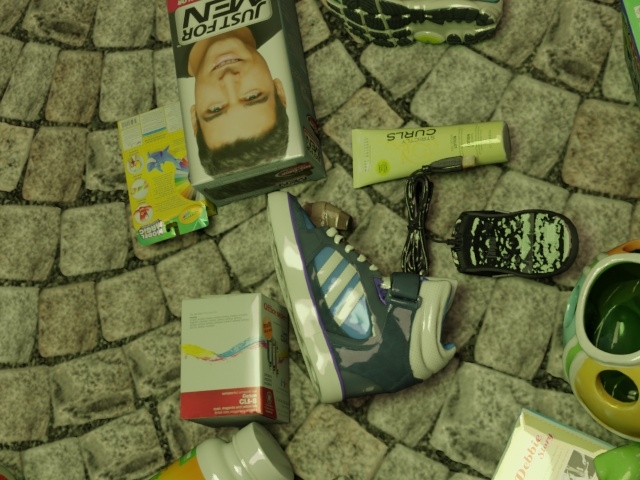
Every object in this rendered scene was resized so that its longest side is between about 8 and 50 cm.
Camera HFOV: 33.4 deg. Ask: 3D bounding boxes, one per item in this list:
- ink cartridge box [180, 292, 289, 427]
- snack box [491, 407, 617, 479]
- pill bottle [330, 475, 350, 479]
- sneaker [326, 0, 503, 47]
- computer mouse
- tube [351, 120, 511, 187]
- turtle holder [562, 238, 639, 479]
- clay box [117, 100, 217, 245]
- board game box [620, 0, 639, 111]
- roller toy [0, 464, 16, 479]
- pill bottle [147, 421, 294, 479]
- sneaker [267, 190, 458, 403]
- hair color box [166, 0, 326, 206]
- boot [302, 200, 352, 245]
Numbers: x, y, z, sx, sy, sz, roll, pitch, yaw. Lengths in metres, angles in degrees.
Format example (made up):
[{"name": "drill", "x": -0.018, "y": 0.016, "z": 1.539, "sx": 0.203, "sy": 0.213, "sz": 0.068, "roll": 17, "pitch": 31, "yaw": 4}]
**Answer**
[{"name": "ink cartridge box", "x": -0.122, "y": 0.175, "z": 1.548, "sx": 0.127, "sy": 0.128, "sz": 0.176, "roll": -7, "pitch": 73, "yaw": 16}, {"name": "snack box", "x": 0.288, "y": 0.402, "z": 1.387, "sx": 0.187, "sy": 0.060, "sz": 0.322, "roll": 23, "pitch": 83, "yaw": 22}, {"name": "pill bottle", "x": -0.007, "y": 0.378, "z": 1.485, "sx": 0.120, "sy": 0.067, "sz": 0.067, "roll": -24, "pitch": 69, "yaw": 10}, {"name": "sneaker", "x": 0.146, "y": -0.366, "z": 1.649, "sx": 0.275, "sy": 0.107, "sz": 0.110, "roll": 8, "pitch": 58, "yaw": 15}, {"name": "computer mouse", "x": 0.241, "y": -0.032, "z": 1.525, "sx": 0.262, "sy": 0.060, "sz": 0.184, "roll": -5, "pitch": 84, "yaw": 27}, {"name": "tube", "x": 0.159, "y": -0.133, "z": 1.586, "sx": 0.240, "sy": 0.062, "sz": 0.070, "roll": -4, "pitch": 38, "yaw": 22}, {"name": "turtle holder", "x": 0.393, "y": 0.144, "z": 1.313, "sx": 0.243, "sy": 0.227, "sz": 0.320, "roll": 37, "pitch": 93, "yaw": 41}, {"name": "clay box", "x": -0.244, "y": -0.103, "z": 1.708, "sx": 0.127, "sy": 0.053, "sz": 0.222, "roll": -16, "pitch": 72, "yaw": 13}, {"name": "board game box", "x": 0.459, "y": -0.152, "z": 1.408, "sx": 0.046, "sy": 0.213, "sz": 0.317, "roll": -15, "pitch": 70, "yaw": 14}, {"name": "roller toy", "x": -0.534, "y": 0.430, "z": 1.577, "sx": 0.146, "sy": 0.209, "sz": 0.191, "roll": -15, "pitch": 36, "yaw": 13}, {"name": "pill bottle", "x": -0.164, "y": 0.364, "z": 1.502, "sx": 0.245, "sy": 0.136, "sz": 0.136, "roll": -36, "pitch": 67, "yaw": 6}, {"name": "sneaker", "x": 0.069, "y": 0.058, "z": 1.516, "sx": 0.236, "sy": 0.130, "sz": 0.323, "roll": -15, "pitch": 73, "yaw": -8}, {"name": "hair color box", "x": -0.123, "y": -0.261, "z": 1.682, "sx": 0.185, "sy": 0.113, "sz": 0.375, "roll": -15, "pitch": 71, "yaw": 13}, {"name": "boot", "x": 0.000, "y": 0.000, "z": 1.611, "sx": 0.087, "sy": 0.042, "sz": 0.119, "roll": 10, "pitch": 81, "yaw": 29}]
